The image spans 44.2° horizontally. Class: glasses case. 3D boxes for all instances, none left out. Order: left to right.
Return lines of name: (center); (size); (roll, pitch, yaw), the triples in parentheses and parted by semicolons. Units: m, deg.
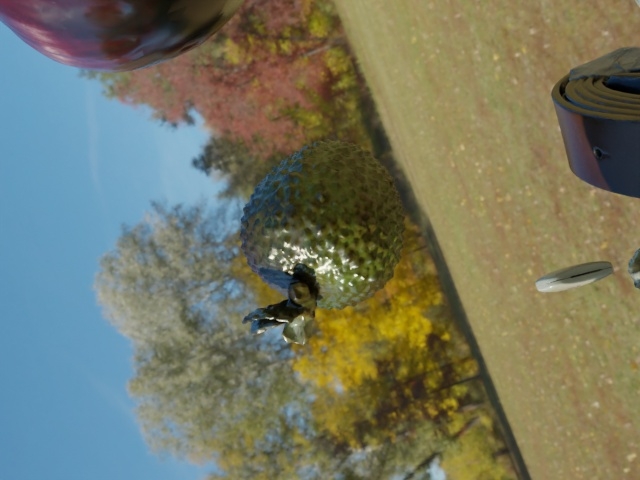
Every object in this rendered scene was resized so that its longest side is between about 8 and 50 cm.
glasses case: (0.242, 0.034, 0.750); (0.032, 0.083, 0.021); (-27, 76, 63)

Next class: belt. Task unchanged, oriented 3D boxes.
belt: (0.445, -0.153, 0.985); (0.338, 0.217, 0.122); (21, 138, 54)

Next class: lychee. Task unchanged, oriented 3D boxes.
lychee: (0.002, -0.010, 1.222); (0.320, 0.270, 0.270); (-92, -18, -49)

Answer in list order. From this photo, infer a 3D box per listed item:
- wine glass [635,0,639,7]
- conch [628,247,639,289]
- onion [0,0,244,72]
wine glass: (0.249, -0.190, 0.465); (0.190, 0.357, 0.190); (-161, 90, -76)
conch: (0.389, 0.129, 0.719); (0.291, 0.159, 0.210); (29, -172, -13)
onion: (-0.076, -0.216, 0.457); (0.273, 0.285, 0.273); (22, -90, -85)
